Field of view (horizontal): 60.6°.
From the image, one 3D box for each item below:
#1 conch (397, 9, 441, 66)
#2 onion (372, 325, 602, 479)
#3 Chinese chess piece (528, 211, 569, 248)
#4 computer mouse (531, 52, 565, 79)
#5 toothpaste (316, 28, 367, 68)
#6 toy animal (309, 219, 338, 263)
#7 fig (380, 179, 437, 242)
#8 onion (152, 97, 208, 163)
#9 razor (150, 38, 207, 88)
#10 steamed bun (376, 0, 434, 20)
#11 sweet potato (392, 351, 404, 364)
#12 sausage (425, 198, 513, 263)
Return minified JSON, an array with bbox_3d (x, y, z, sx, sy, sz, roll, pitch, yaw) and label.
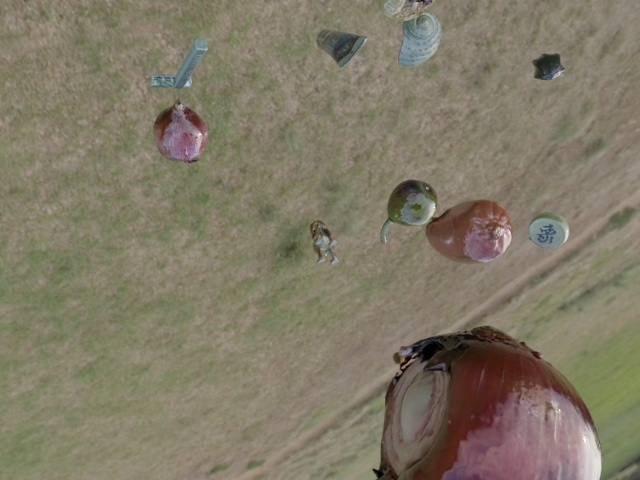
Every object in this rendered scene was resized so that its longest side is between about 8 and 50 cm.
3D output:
[{"bbox_3d":[0.252,-0.510,1.401,0.135,0.102,0.153,-56,157,-10],"label":"conch"},{"bbox_3d":[0.240,0.284,0.811,0.342,0.341,0.341,-23,146,-16],"label":"onion"},{"bbox_3d":[0.857,-0.037,2.058,0.058,0.144,0.144,-42,160,-43],"label":"Chinese chess piece"},{"bbox_3d":[0.609,-0.477,1.470,0.079,0.135,0.047,-9,126,19],"label":"computer mouse"},{"bbox_3d":[0.043,-0.542,1.513,0.061,0.392,0.098,36,103,-24],"label":"toothpaste"},{"bbox_3d":[0.000,0.000,2.256,0.097,0.157,0.312,-24,148,-7],"label":"toy animal"},{"bbox_3d":[0.233,-0.075,1.600,0.149,0.149,0.245,0,145,-41],"label":"fig"},{"bbox_3d":[-0.394,-0.316,1.529,0.160,0.159,0.194,-21,152,-19],"label":"onion"},{"bbox_3d":[-0.345,-0.435,1.393,0.111,0.056,0.278,-6,179,-30],"label":"razor"},{"bbox_3d":[0.214,-0.589,1.209,0.141,0.155,0.172,-11,102,-37],"label":"steamed bun"},{"bbox_3d":[0.231,0.348,1.619,0.034,0.034,0.095,-37,176,5],"label":"sweet potato"},{"bbox_3d":[0.337,-0.019,1.237,0.148,0.148,0.254,-27,180,-10],"label":"sausage"}]
